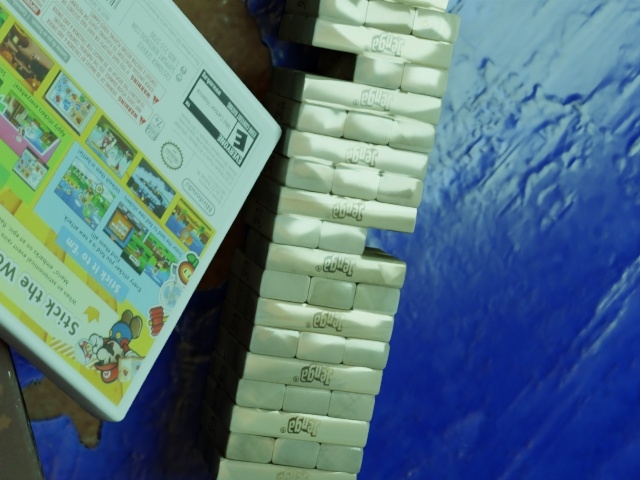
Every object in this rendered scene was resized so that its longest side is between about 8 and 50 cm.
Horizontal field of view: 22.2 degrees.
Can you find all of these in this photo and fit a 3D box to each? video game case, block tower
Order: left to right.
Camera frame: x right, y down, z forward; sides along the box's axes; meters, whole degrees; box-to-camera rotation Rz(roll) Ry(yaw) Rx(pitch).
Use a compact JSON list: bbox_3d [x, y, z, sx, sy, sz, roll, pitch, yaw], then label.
[{"bbox_3d":[-0.132,-0.050,0.862,0.227,0.026,0.206,49,58,-38],"label":"video game case"},{"bbox_3d":[0.000,0.000,1.012,0.097,0.091,0.335,9,97,-16],"label":"block tower"}]

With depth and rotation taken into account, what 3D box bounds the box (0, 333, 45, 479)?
[{"bbox_3d":[-0.261,0.060,0.911,0.167,0.168,0.203,-15,103,-12],"label":"box"}]
